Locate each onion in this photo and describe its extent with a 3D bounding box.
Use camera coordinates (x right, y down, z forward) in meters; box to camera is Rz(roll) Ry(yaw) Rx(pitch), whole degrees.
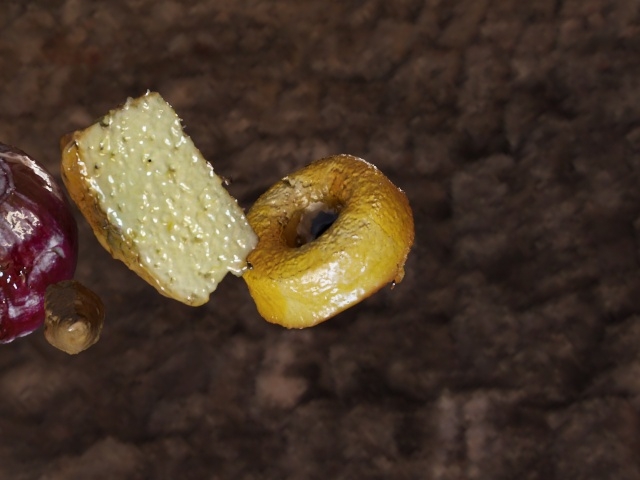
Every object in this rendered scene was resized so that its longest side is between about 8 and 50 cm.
[{"bbox_3d":[-0.489,-0.011,1.990,0.260,0.282,0.337,-8,-138,-10],"label":"onion"}]

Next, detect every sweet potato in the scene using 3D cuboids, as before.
[{"bbox_3d":[-0.222,0.069,1.207,0.060,0.068,0.206,-37,-169,-7],"label":"sweet potato"}]

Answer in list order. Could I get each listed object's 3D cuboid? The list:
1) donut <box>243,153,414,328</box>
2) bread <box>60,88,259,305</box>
[{"bbox_3d":[0.002,-0.001,1.784,0.253,0.118,0.254,-22,-137,22],"label":"donut"},{"bbox_3d":[-0.174,-0.047,1.396,0.143,0.229,0.139,-38,-157,-13],"label":"bread"}]
